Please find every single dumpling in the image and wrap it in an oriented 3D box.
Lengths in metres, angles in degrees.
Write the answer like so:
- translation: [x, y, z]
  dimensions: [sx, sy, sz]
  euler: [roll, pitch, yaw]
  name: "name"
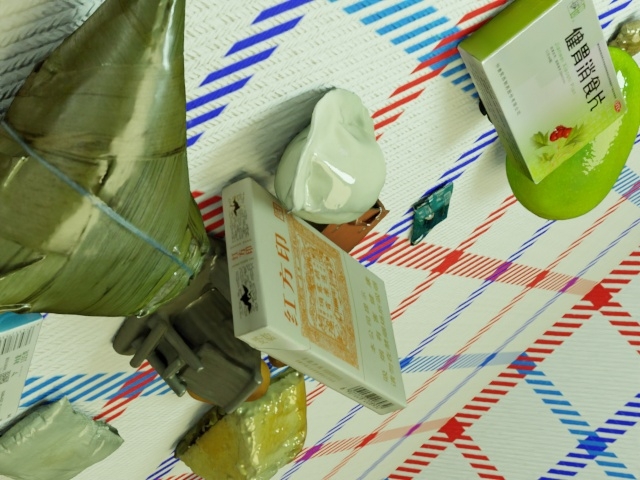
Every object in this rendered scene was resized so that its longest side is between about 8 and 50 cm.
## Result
- translation: [0.019, -0.100, 1.161]
  dimensions: [0.216, 0.126, 0.166]
  euler: [8, 103, -43]
  name: "dumpling"

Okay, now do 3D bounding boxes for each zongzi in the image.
- translation: [-0.158, -0.087, 0.867]
  dimensions: [0.360, 0.160, 0.323]
  euler: [-52, 160, 13]
  name: "zongzi"

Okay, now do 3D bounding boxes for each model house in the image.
- translation: [-0.140, 0.118, 1.247]
  dimensions: [0.229, 0.188, 0.122]
  euler: [-51, 170, 28]
  name: "model house"

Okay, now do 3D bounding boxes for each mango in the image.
- translation: [0.414, -0.171, 1.546]
  dimensions: [0.192, 0.156, 0.343]
  euler: [-1, 136, -14]
  name: "mango"
- translation: [-0.154, 0.214, 1.510]
  dimensions: [0.105, 0.084, 0.159]
  euler: [-35, 142, 32]
  name: "mango"

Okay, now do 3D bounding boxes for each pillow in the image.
- translation: [-0.379, 0.292, 1.349]
  dimensions: [0.148, 0.050, 0.229]
  euler: [-40, 155, -9]
  name: "pillow"

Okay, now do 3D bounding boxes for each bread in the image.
- translation: [-0.114, 0.342, 1.708]
  dimensions: [0.204, 0.162, 0.262]
  euler: [-33, 173, -44]
  name: "bread"

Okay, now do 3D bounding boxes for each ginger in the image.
- translation: [0.495, -0.297, 1.583]
  dimensions: [0.193, 0.052, 0.176]
  euler: [-23, 144, -6]
  name: "ginger"

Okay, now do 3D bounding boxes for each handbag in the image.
- translation: [0.000, 0.000, 1.370]
  dimensions: [0.190, 0.063, 0.127]
  euler: [-46, 156, 23]
  name: "handbag"

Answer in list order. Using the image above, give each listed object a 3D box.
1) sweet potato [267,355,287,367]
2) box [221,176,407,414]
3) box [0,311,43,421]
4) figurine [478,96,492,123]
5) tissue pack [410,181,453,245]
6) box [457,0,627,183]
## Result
- translation: [-0.038, 0.135, 1.536]
  dimensions: [0.097, 0.097, 0.251]
  euler: [-24, 160, -33]
  name: "sweet potato"
- translation: [0.000, 0.084, 1.232]
  dimensions: [0.051, 0.204, 0.365]
  euler: [-22, 147, 23]
  name: "box"
- translation: [-0.387, 0.135, 1.013]
  dimensions: [0.139, 0.073, 0.194]
  euler: [-19, 150, -40]
  name: "box"
- translation: [0.298, -0.230, 1.397]
  dimensions: [0.136, 0.077, 0.079]
  euler: [-22, 138, -16]
  name: "figurine"
- translation: [0.190, -0.042, 1.624]
  dimensions: [0.085, 0.028, 0.138]
  euler: [-34, 160, -13]
  name: "tissue pack"
- translation: [0.312, -0.221, 1.313]
  dimensions: [0.175, 0.062, 0.260]
  euler: [-39, 134, -1]
  name: "box"
